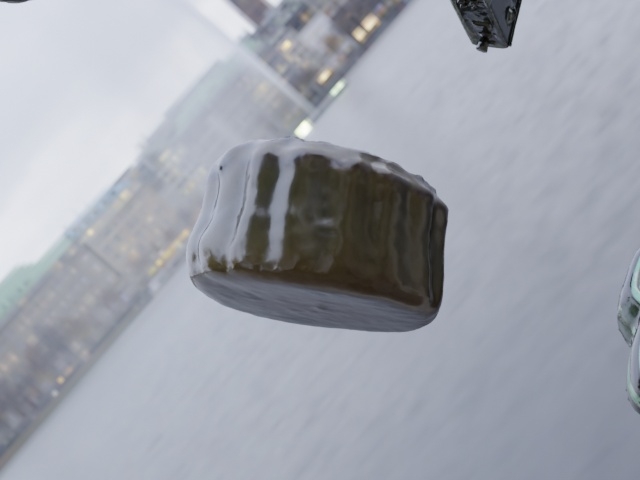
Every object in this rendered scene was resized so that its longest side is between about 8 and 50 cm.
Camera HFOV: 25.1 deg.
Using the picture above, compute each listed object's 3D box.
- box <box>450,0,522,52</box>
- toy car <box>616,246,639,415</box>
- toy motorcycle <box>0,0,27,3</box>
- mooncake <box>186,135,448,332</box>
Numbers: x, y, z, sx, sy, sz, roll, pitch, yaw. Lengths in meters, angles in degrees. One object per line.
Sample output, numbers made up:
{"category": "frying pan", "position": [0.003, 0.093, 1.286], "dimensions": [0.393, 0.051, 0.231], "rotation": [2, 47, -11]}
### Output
{"category": "box", "position": [0.153, -0.306, 1.313], "dimensions": [0.270, 0.045, 0.210], "rotation": [44, -121, -66]}
{"category": "toy car", "position": [0.441, 0.091, 1.838], "dimensions": [0.136, 0.125, 0.305], "rotation": [88, -156, -55]}
{"category": "toy motorcycle", "position": [-0.178, -0.295, 0.975], "dimensions": [0.198, 0.296, 0.109], "rotation": [-6, -18, -3]}
{"category": "mooncake", "position": [0.000, 0.000, 1.588], "dimensions": [0.290, 0.290, 0.161], "rotation": [142, 140, -71]}
